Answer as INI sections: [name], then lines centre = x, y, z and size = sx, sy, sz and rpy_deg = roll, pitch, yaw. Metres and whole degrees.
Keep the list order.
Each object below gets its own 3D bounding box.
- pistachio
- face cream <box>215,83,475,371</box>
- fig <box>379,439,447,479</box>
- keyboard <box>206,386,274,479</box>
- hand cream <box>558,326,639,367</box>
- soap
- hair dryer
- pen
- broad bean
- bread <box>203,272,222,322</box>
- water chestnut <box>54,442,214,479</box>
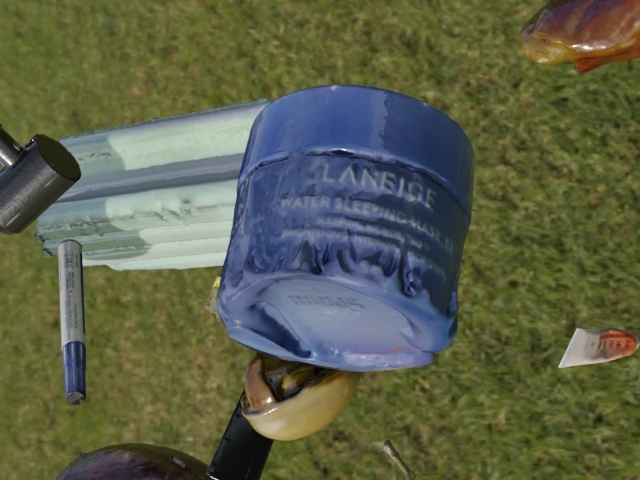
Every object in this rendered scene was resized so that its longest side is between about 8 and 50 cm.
[pistachio]
centre = -0.020, 0.184, 1.355
size = 0.165, 0.210, 0.130
rpy_deg = -30, 80, 45
[face cream]
centre = 0.029, -0.001, 1.066
size = 0.249, 0.249, 0.225
rpy_deg = -27, 47, 50
[fig]
centre = 0.167, 0.430, 1.678
size = 0.160, 0.143, 0.230
rpy_deg = -32, 83, 11
[keyboard]
centre = -0.090, 0.252, 1.482
size = 0.023, 0.072, 0.231
rpy_deg = 113, 180, -54
[hand cream]
centre = 0.394, 0.143, 1.439
size = 0.038, 0.216, 0.052
rpy_deg = -5, 86, 38
[soap]
centre = -0.200, -0.059, 1.434
size = 0.446, 0.261, 0.156
rpy_deg = -7, 73, 29
[hair dryer]
centre = -0.409, -0.123, 1.205
size = 0.114, 0.248, 0.070
rpy_deg = -42, 19, 11
[pen]
centre = -0.238, 0.074, 0.996
size = 0.025, 0.025, 0.204
rpy_deg = -57, 32, 32
[broad bean]
centre = 0.397, -0.304, 1.461
size = 0.229, 0.122, 0.156
rpy_deg = -20, 36, 20
[bread]
centre = -0.106, 0.118, 1.779
size = 0.188, 0.065, 0.103
rpy_deg = 21, 113, 17
[water chestnut]
centre = -0.294, 0.486, 1.615
size = 0.351, 0.302, 0.350
rpy_deg = 7, 113, 16
